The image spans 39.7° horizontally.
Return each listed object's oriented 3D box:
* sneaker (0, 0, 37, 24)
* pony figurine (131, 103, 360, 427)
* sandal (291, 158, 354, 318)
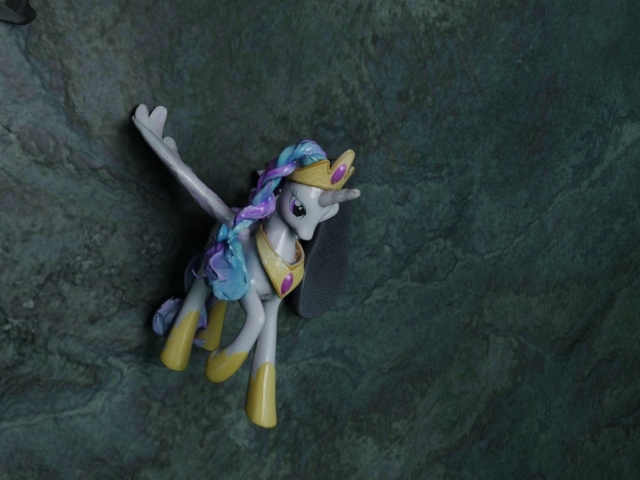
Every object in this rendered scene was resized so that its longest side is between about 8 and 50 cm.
[{"bbox_3d":[-0.339,-0.357,1.034,0.106,0.078,0.234,23,86,-41],"label":"sneaker"},{"bbox_3d":[-0.097,0.001,1.151,0.303,0.351,0.363,11,109,-36],"label":"pony figurine"},{"bbox_3d":[0.001,0.000,1.383,0.097,0.054,0.254,25,72,-45],"label":"sandal"}]
